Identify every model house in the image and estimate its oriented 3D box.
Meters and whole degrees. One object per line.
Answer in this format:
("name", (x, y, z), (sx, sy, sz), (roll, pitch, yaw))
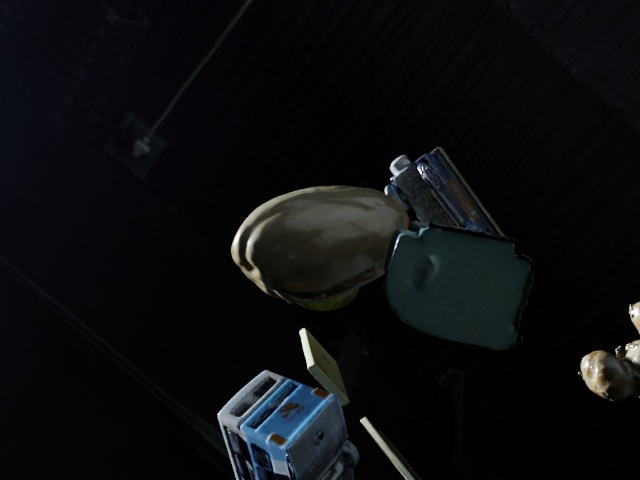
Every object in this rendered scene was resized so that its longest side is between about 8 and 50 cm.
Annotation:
("model house", (0.145, 0.033, 0.668), (0.149, 0.119, 0.148), (11, -168, 5))

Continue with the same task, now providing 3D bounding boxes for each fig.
("fig", (0.003, 0.075, 1.195), (0.153, 0.120, 0.136), (12, -167, -4))

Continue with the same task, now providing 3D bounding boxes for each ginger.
("ginger", (0.830, 0.268, 1.462), (0.256, 0.375, 0.176), (39, 166, 27))

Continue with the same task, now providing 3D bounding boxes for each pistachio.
("pistachio", (0.000, 0.000, 0.733), (0.215, 0.143, 0.143), (-12, -130, -21))

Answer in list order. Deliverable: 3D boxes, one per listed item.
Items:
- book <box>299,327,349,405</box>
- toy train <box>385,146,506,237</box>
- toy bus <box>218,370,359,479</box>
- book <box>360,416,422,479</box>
("book", (0.003, 0.172, 0.828), (0.077, 0.014, 0.111), (50, -175, -18))
("toy train", (0.270, -0.063, 1.333), (0.299, 0.131, 0.202), (56, -152, 5))
("toy bus", (-0.024, 0.305, 0.728), (0.131, 0.297, 0.106), (16, -142, 34))
("book", (0.149, 0.385, 0.989), (0.199, 0.016, 0.138), (44, 173, 46))
